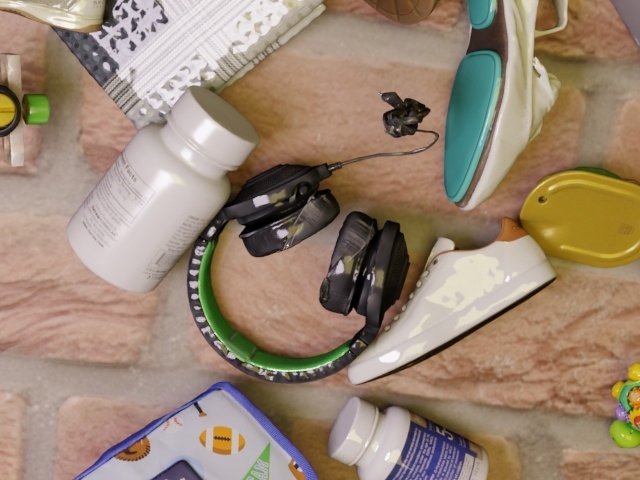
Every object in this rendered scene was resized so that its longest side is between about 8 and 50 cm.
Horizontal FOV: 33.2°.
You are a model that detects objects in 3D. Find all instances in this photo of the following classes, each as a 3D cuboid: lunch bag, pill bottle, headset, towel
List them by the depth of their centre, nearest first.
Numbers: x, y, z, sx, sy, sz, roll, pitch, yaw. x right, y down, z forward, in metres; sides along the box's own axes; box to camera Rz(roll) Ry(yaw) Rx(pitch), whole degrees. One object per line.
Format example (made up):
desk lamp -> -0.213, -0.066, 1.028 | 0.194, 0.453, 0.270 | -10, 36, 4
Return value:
towel -> -0.173, -0.322, 1.235 | 0.324, 0.056, 0.312 | -36, 100, 18
pill bottle -> -0.179, -0.061, 1.244 | 0.131, 0.131, 0.229 | 38, 107, -11
lunch bag -> -0.142, 0.403, 1.247 | 0.328, 0.239, 0.385 | -31, 99, -39
headset -> 0.000, 0.000, 1.254 | 0.243, 0.185, 0.394 | 37, 105, 0
pill bottle -> 0.109, 0.276, 1.366 | 0.186, 0.112, 0.112 | 28, 96, -10

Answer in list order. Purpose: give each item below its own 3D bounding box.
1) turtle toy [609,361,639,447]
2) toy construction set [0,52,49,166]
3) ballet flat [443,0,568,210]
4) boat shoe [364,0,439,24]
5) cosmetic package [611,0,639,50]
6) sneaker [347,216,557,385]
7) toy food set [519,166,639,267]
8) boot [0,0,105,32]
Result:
turtle toy -> 0.423, 0.225, 1.401 | 0.095, 0.066, 0.130 | 30, 140, 8
toy construction set -> -0.441, -0.184, 1.204 | 0.237, 0.257, 0.309 | -8, 78, -22
ballet flat -> 0.233, -0.232, 1.286 | 0.139, 0.139, 0.400 | 3, 97, -6
boat shoe -> 0.019, -0.398, 1.246 | 0.341, 0.121, 0.110 | 43, 59, -6
cosmetic package -> 0.413, -0.307, 1.286 | 0.107, 0.127, 0.238 | -37, 100, 1
sneaker -> 0.144, 0.073, 1.354 | 0.290, 0.106, 0.123 | -32, 79, 1
toy food set -> 0.358, -0.036, 1.365 | 0.218, 0.071, 0.128 | 15, 122, -6
boot -> -0.329, -0.335, 1.183 | 0.213, 0.077, 0.165 | 17, 110, -3
